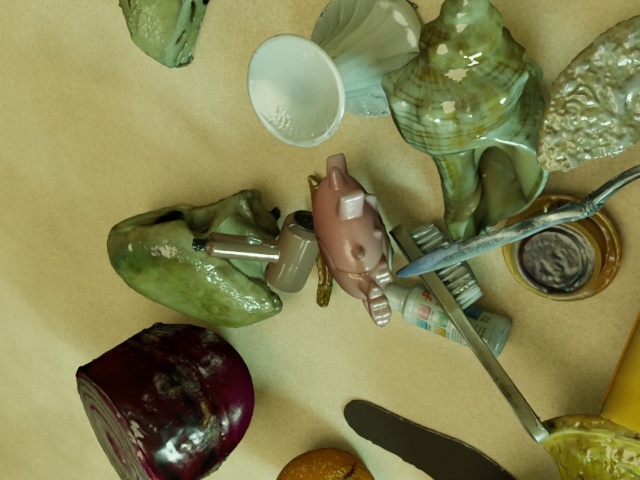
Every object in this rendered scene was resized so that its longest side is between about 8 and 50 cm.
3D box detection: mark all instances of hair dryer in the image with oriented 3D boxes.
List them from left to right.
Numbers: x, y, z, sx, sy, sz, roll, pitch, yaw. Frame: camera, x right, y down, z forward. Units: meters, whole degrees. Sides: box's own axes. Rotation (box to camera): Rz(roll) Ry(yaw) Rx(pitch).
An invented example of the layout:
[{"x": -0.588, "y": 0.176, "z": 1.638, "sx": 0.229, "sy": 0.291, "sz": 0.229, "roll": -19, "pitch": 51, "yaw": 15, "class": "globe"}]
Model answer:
[{"x": -0.090, "y": 0.009, "z": 1.094, "sx": 0.064, "sy": 0.182, "sz": 0.117, "roll": -112, "pitch": 36, "yaw": -48, "class": "hair dryer"}]

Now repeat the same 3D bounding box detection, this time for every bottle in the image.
[{"x": 0.152, "y": 0.097, "z": 1.078, "sx": 0.217, "sy": 0.060, "sz": 0.060, "roll": 20, "pitch": 124, "yaw": 23, "class": "bottle"}]

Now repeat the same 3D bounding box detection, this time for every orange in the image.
[{"x": 0.006, "y": 0.443, "z": 1.302, "sx": 0.193, "sy": 0.161, "sz": 0.193, "roll": 14, "pitch": 122, "yaw": 23, "class": "orange"}]

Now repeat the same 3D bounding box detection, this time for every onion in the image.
[{"x": -0.250, "y": 0.268, "z": 1.320, "sx": 0.282, "sy": 0.260, "sz": 0.336, "roll": 51, "pitch": 150, "yaw": 11, "class": "onion"}]

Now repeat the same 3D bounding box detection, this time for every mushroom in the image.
[{"x": -0.194, "y": 0.052, "z": 1.211, "sx": 0.292, "sy": 0.212, "sz": 0.217, "roll": -11, "pitch": 100, "yaw": 31, "class": "mushroom"}]

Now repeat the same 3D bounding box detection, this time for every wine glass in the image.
[{"x": 0.018, "y": -0.203, "z": 0.919, "sx": 0.165, "sy": 0.196, "sz": 0.164, "roll": 17, "pitch": 122, "yaw": 29, "class": "wine glass"}]

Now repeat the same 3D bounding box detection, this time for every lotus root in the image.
[{"x": -0.236, "y": -0.328, "z": 1.105, "sx": 0.144, "sy": 0.070, "sz": 0.143, "roll": 31, "pitch": 128, "yaw": 18, "class": "lotus root"}]

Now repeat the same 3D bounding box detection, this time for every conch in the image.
[{"x": 0.185, "y": -0.137, "z": 0.879, "sx": 0.203, "sy": 0.169, "sz": 0.386, "roll": 23, "pitch": 162, "yaw": 30, "class": "conch"}]

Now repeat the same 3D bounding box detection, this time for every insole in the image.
[{"x": 0.178, "y": 0.339, "z": 1.229, "sx": 0.328, "sy": 0.007, "sz": 0.111, "roll": 24, "pitch": 124, "yaw": 22, "class": "insole"}]

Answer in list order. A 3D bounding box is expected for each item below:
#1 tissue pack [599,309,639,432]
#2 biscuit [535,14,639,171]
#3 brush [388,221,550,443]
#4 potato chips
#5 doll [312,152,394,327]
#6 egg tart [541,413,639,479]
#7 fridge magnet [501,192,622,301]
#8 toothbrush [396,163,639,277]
[{"x": 0.444, "y": 0.090, "z": 0.822, "sx": 0.194, "sy": 0.145, "sz": 0.274, "roll": 24, "pitch": 127, "yaw": 24, "class": "tissue pack"}, {"x": 0.329, "y": -0.157, "z": 0.771, "sx": 0.250, "sy": 0.032, "sz": 0.133, "roll": -13, "pitch": 104, "yaw": 7, "class": "biscuit"}, {"x": 0.200, "y": 0.104, "z": 0.995, "sx": 0.065, "sy": 0.070, "sz": 0.327, "roll": -32, "pitch": 71, "yaw": 0, "class": "brush"}, {"x": 0.000, "y": 0.000, "z": 1.150, "sx": 0.026, "sy": 0.037, "sz": 0.203, "roll": 5, "pitch": 112, "yaw": 21, "class": "potato chips"}, {"x": 0.044, "y": 0.001, "z": 1.013, "sx": 0.093, "sy": 0.262, "sz": 0.211, "roll": -18, "pitch": 130, "yaw": -1, "class": "doll"}, {"x": 0.376, "y": 0.294, "z": 0.956, "sx": 0.241, "sy": 0.105, "sz": 0.241, "roll": 22, "pitch": 157, "yaw": 10, "class": "egg tart"}, {"x": 0.287, "y": 0.012, "z": 0.938, "sx": 0.143, "sy": 0.063, "sz": 0.143, "roll": 13, "pitch": 119, "yaw": 26, "class": "fridge magnet"}, {"x": 0.252, "y": -0.024, "z": 0.874, "sx": 0.413, "sy": 0.035, "sz": 0.042, "roll": -23, "pitch": 73, "yaw": 36, "class": "toothbrush"}]
